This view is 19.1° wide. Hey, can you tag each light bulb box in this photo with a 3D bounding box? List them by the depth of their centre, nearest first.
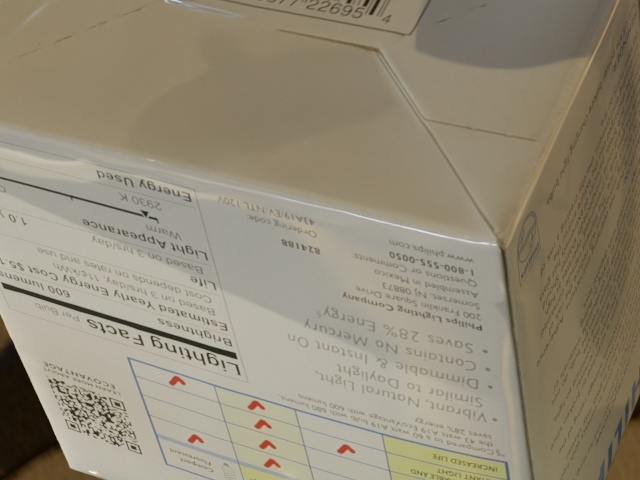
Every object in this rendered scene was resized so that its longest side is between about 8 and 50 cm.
[{"bbox_3d":[0.000,0.000,1.143,0.358,0.361,0.225,14,54,22],"label":"light bulb box"}]
